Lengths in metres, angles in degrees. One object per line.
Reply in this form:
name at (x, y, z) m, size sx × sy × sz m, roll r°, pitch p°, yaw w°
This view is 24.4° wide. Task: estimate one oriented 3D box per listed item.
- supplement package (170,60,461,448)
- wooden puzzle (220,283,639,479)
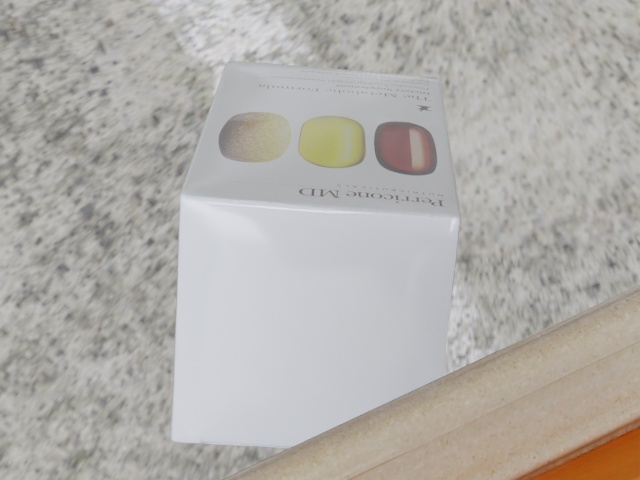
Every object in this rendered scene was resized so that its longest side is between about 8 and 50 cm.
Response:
supplement package at (0.000, 0.000, 0.811) m, size 0.139 × 0.244 × 0.133 m, roll 4°, pitch 112°, yaw 0°
wooden puzzle at (0.036, 0.140, 0.377) m, size 0.239 × 0.044 × 0.221 m, roll -21°, pitch 117°, yaw -10°
